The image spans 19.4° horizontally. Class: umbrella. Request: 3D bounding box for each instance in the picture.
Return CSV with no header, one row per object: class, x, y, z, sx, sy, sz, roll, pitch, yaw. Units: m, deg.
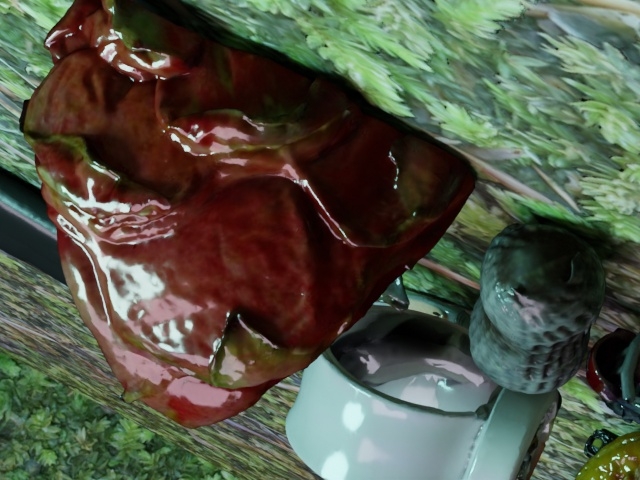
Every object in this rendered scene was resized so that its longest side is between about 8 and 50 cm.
umbrella,0.320,0.246,2.040,0.037,0.040,0.144,6,158,27

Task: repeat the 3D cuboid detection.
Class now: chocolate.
chocolate,0.175,0.058,1.536,0.110,0.110,0.248,25,160,13

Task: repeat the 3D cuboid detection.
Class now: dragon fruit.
dragon fruit,-0.089,-0.028,1.453,0.329,0.286,0.228,46,163,-27

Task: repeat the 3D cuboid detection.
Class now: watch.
watch,0.092,0.167,1.727,0.231,0.196,0.244,20,-157,12

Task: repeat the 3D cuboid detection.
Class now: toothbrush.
toothbrush,0.098,0.065,1.848,0.375,0.037,0.028,19,123,34

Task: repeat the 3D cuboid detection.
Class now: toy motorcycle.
toy motorcycle,0.306,0.113,1.542,0.213,0.082,0.122,-8,147,46

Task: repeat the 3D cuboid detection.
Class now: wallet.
wallet,-0.440,-0.058,2.348,0.406,0.062,0.228,30,165,-7

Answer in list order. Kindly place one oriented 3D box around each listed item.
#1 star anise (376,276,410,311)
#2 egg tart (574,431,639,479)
star anise,-0.011,-0.010,1.743,0.208,0.063,0.172,15,157,51
egg tart,0.355,0.308,1.905,0.147,0.202,0.202,28,168,-36
